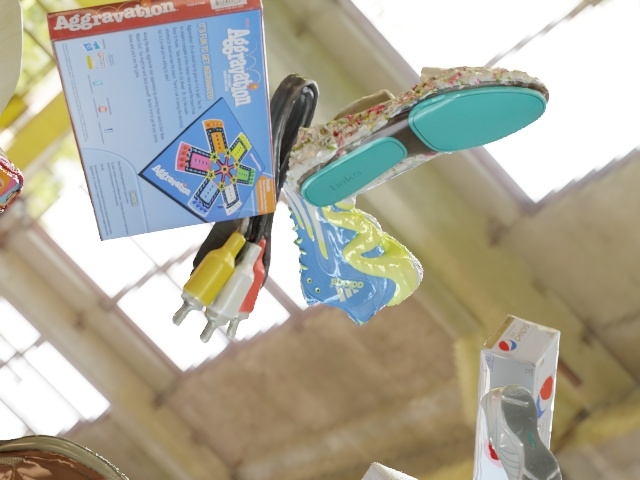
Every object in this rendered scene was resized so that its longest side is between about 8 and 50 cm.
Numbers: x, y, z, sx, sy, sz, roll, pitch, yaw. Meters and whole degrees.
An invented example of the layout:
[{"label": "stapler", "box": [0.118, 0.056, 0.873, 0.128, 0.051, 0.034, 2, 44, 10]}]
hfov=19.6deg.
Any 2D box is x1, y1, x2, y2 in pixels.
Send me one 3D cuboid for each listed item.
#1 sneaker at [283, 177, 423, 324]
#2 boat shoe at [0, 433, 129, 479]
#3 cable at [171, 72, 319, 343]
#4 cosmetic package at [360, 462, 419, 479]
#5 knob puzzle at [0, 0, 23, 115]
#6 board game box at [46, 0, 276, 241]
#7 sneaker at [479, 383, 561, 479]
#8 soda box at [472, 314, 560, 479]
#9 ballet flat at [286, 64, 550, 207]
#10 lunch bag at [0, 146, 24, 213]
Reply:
[{"label": "sneaker", "box": [0.000, 0.000, 2.096, 0.126, 0.240, 0.091, -46, -173, -3]}, {"label": "boat shoe", "box": [-0.292, 0.238, 1.602, 0.324, 0.123, 0.120, 7, -146, 34]}, {"label": "cable", "box": [-0.054, -0.026, 1.900, 0.287, 0.072, 0.139, -59, 149, 8]}, {"label": "cosmetic package", "box": [0.113, 0.364, 1.996, 0.151, 0.151, 0.183, -58, -142, 6]}, {"label": "knob puzzle", "box": [-0.365, -0.179, 1.739, 0.213, 0.213, 0.030, -41, -162, 11]}, {"label": "board game box", "box": [-0.109, -0.087, 1.357, 0.145, 0.027, 0.281, -9, 152, -4]}, {"label": "sneaker", "box": [0.212, 0.225, 1.970, 0.053, 0.152, 0.061, -17, -176, -27]}, {"label": "soda box", "box": [0.221, 0.194, 2.105, 0.074, 0.069, 0.216, -48, 148, -45]}, {"label": "ballet flat", "box": [0.076, -0.106, 1.579, 0.241, 0.091, 0.077, -21, -130, 15]}, {"label": "lunch bag", "box": [-0.518, -0.064, 2.219, 0.258, 0.120, 0.293, -38, 157, 2]}]
